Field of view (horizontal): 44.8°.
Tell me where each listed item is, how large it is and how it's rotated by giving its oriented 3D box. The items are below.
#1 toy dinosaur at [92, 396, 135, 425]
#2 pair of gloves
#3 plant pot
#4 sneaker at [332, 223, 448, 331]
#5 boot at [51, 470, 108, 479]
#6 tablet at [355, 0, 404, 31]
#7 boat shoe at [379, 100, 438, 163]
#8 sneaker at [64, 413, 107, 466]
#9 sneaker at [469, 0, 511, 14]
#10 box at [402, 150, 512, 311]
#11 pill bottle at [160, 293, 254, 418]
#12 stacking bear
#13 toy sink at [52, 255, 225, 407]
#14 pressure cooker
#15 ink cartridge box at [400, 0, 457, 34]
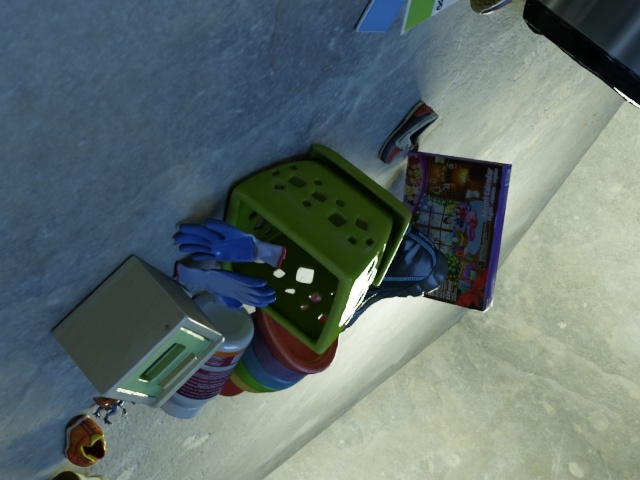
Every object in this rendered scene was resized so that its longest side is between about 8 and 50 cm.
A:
[{"bbox_3d":[-0.348,0.280,1.333,0.082,0.047,0.090,-53,161,-47],"label":"toy dinosaur"},{"bbox_3d":[-0.136,0.041,1.135,0.198,0.159,0.023,108,-4,-51],"label":"pair of gloves"},{"bbox_3d":[0.000,0.000,1.210,0.207,0.228,0.227,-40,161,-34],"label":"plant pot"},{"bbox_3d":[0.063,0.070,1.468,0.341,0.125,0.139,-28,129,18],"label":"sneaker"},{"bbox_3d":[-0.502,0.522,1.453,0.213,0.077,0.165,-46,164,-8],"label":"boot"},{"bbox_3d":[0.082,-0.309,1.060,0.083,0.006,0.054,-21,149,-53],"label":"tablet"},{"bbox_3d":[0.160,-0.190,1.423,0.137,0.043,0.049,-51,163,21],"label":"boat shoe"},{"bbox_3d":[-0.404,0.364,1.344,0.064,0.067,0.175,-37,162,-28],"label":"sneaker"},{"bbox_3d":[0.313,-0.420,1.223,0.185,0.069,0.084,-46,156,6],"label":"sneaker"},{"bbox_3d":[0.260,-0.021,1.554,0.057,0.201,0.293,-15,113,-57],"label":"box"},{"bbox_3d":[-0.208,0.204,1.339,0.121,0.121,0.221,-23,151,-50],"label":"pill bottle"},{"bbox_3d":[-0.116,0.208,1.441,0.175,0.164,0.289,1,157,-43],"label":"stacking bear"},{"bbox_3d":[-0.242,0.144,1.122,0.153,0.131,0.234,-43,162,-5],"label":"toy sink"},{"bbox_3d":[0.603,-0.456,1.322,0.420,0.376,0.370,-53,180,21],"label":"pressure cooker"},{"bbox_3d":[0.173,-0.394,0.937,0.255,0.097,0.188,-35,160,-23],"label":"ink cartridge box"}]
